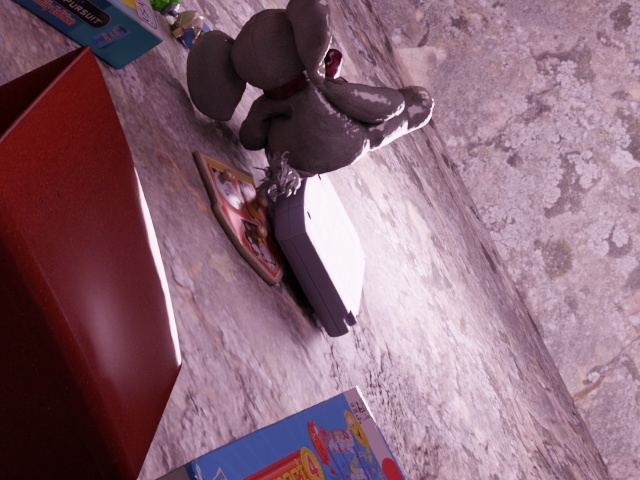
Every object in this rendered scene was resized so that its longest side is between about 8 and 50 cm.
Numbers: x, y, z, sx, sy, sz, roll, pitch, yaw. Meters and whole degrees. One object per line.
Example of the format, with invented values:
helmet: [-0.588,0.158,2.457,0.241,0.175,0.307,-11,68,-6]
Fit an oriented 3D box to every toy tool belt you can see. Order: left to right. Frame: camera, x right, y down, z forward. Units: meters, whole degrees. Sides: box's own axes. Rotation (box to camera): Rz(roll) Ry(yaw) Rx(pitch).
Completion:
toy tool belt: [-0.187,-0.300,2.025,0.083,0.052,0.051,43,55,-38]

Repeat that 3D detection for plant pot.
plant pot: [-0.238,0.060,0.899,0.235,0.267,0.267,63,15,-18]

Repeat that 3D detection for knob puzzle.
knob puzzle: [-0.092,-0.028,1.867,0.213,0.030,0.213,54,17,-25]

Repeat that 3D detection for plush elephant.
plush elephant: [-0.034,-0.229,1.941,0.330,0.272,0.255,-42,120,-58]

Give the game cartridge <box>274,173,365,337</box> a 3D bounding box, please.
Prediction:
game cartridge: [0.000,0.000,2.012,0.294,0.060,0.196,-77,145,-69]

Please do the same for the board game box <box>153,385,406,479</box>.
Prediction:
board game box: [-0.125,0.214,0.871,0.086,0.302,0.308,63,16,7]

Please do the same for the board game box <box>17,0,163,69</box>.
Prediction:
board game box: [-0.340,-0.384,1.634,0.336,0.079,0.253,32,33,-60]

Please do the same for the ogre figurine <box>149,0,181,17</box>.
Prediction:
ogre figurine: [-0.242,-0.385,1.906,0.118,0.097,0.197,36,16,-32]
